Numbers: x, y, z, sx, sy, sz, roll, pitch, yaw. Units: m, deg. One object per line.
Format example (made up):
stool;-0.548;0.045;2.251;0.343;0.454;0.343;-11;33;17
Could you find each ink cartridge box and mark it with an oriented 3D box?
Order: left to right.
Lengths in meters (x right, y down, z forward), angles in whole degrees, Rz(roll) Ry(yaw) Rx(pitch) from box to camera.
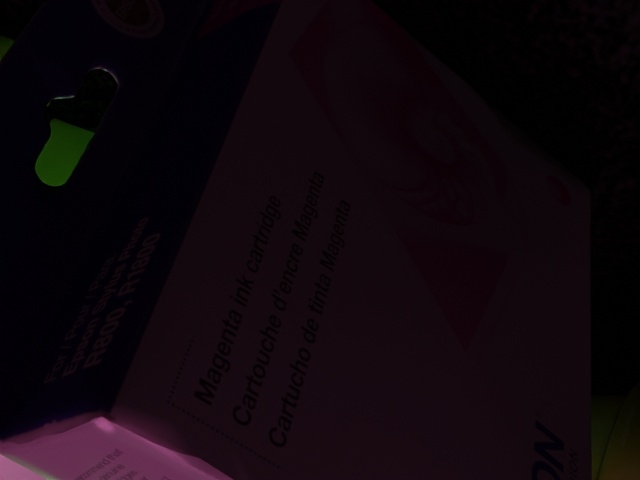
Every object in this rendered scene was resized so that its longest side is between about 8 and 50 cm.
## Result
ink cartridge box;0.000;0.000;0.486;0.330;0.324;0.071;36;132;-21

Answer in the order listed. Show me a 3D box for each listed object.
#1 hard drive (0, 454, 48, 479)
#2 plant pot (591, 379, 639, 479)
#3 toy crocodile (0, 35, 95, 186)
hard drive;-0.343;0.243;0.875;0.318;0.040;0.210;-29;116;10
plant pot;0.167;0.212;0.714;0.239;0.254;0.254;8;138;26
toy crocodile;-0.171;-0.034;0.652;0.340;0.115;0.105;26;136;-11
